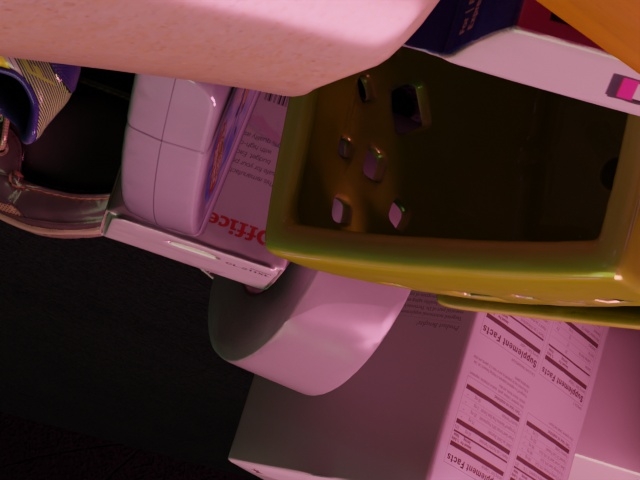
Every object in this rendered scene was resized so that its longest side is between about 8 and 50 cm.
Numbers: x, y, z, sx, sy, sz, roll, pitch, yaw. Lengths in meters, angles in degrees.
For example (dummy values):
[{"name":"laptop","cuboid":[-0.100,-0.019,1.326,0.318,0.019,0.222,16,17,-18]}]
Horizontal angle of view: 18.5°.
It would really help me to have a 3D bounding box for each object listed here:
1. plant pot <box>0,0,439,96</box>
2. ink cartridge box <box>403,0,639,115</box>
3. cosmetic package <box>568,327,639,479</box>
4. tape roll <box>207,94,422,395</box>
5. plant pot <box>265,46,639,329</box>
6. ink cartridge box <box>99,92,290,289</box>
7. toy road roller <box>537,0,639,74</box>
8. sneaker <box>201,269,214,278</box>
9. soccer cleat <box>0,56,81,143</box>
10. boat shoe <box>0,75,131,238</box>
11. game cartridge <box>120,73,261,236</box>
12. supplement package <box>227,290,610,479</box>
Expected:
[{"name":"plant pot","cuboid":[-0.105,-0.197,0.775,0.305,0.334,0.334,14,169,-34]},{"name":"ink cartridge box","cuboid":[0.199,-0.131,0.860,0.371,0.176,0.069,15,164,6]},{"name":"cosmetic package","cuboid":[0.183,0.145,1.835,0.365,0.155,0.197,16,157,1]},{"name":"tape roll","cuboid":[0.000,0.000,1.440,0.072,0.219,0.219,23,163,-21]},{"name":"plant pot","cuboid":[0.131,-0.065,1.091,0.227,0.228,0.207,5,166,36]},{"name":"ink cartridge box","cuboid":[-0.066,-0.070,1.351,0.127,0.175,0.072,19,164,-7]},{"name":"toy road roller","cuboid":[0.161,-0.197,0.653,0.240,0.202,0.329,-15,145,44]},{"name":"sneaker","cuboid":[-0.084,0.015,1.867,0.077,0.072,0.178,16,163,48]},{"name":"soccer cleat","cuboid":[-0.307,-0.160,1.394,0.289,0.121,0.093,23,164,-18]},{"name":"boat shoe","cuboid":[-0.269,-0.090,1.580,0.355,0.132,0.130,8,162,26]},{"name":"game cartridge","cuboid":[-0.061,-0.111,1.166,0.062,0.198,0.297,17,165,-1]},{"name":"supplement package","cuboid":[0.091,0.099,1.601,0.199,0.263,0.198,5,160,38]}]
